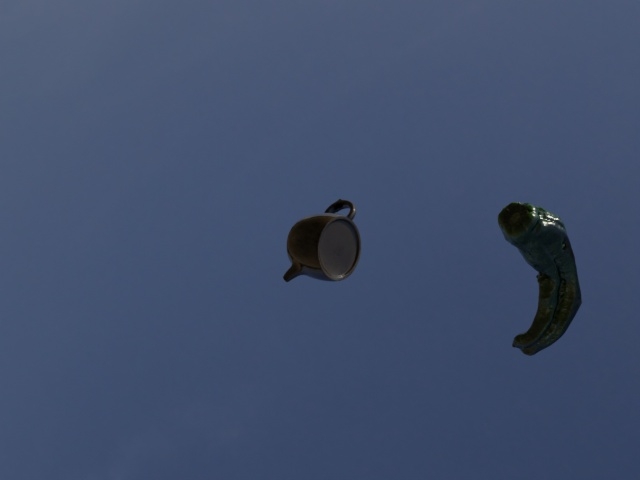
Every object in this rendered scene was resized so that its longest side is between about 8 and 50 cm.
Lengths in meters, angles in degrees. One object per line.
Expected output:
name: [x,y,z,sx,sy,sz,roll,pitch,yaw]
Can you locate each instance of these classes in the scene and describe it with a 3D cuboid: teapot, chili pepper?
teapot: [0.000,0.000,1.605,0.068,0.076,0.121,7,-125,42]
chili pepper: [0.222,0.035,1.445,0.073,0.182,0.050,-23,-147,-16]
